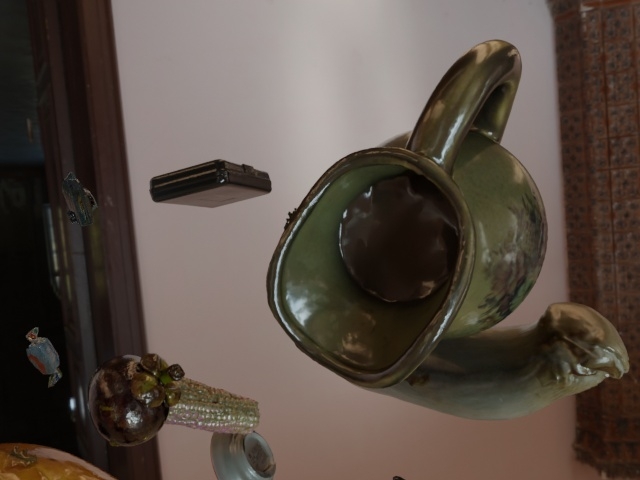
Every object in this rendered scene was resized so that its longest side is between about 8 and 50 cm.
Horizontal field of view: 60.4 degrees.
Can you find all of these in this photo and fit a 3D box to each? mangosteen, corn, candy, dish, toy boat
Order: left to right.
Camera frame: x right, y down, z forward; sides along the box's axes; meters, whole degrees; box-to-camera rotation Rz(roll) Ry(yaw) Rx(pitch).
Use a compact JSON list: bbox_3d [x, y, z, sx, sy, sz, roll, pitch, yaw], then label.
[{"bbox_3d":[-0.335,0.143,0.666,0.020,0.083,0.030,0,-146,13],"label":"candy"},{"bbox_3d":[-0.513,-0.093,1.162,0.060,0.141,0.055,-34,-117,-30],"label":"toy boat"},{"bbox_3d":[-0.384,0.327,1.180,0.217,0.192,0.192,-25,-177,2],"label":"mangosteen"},{"bbox_3d":[-0.301,0.429,1.404,0.335,0.127,0.126,27,166,-30],"label":"corn"},{"bbox_3d":[-0.208,0.650,1.635,0.085,0.260,0.260,-34,175,16],"label":"dish"}]

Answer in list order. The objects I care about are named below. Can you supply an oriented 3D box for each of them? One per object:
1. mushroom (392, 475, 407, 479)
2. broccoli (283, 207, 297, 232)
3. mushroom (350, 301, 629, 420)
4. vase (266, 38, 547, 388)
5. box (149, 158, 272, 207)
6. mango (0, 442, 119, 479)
[{"bbox_3d":[0.045,0.488,0.491,0.224,0.314,0.397,21,-152,22],"label":"mushroom"},{"bbox_3d":[0.000,0.000,1.094,0.154,0.160,0.167,7,-137,-18],"label":"broccoli"},{"bbox_3d":[0.183,0.146,0.728,0.397,0.178,0.126,7,167,44],"label":"mushroom"},{"bbox_3d":[0.118,-0.042,0.570,0.240,0.330,0.302,28,-162,25],"label":"vase"},{"bbox_3d":[-0.202,-0.103,1.048,0.160,0.050,0.230,-12,177,16],"label":"box"},{"bbox_3d":[-0.207,0.274,0.437,0.256,0.187,0.138,14,164,12],"label":"mango"}]
